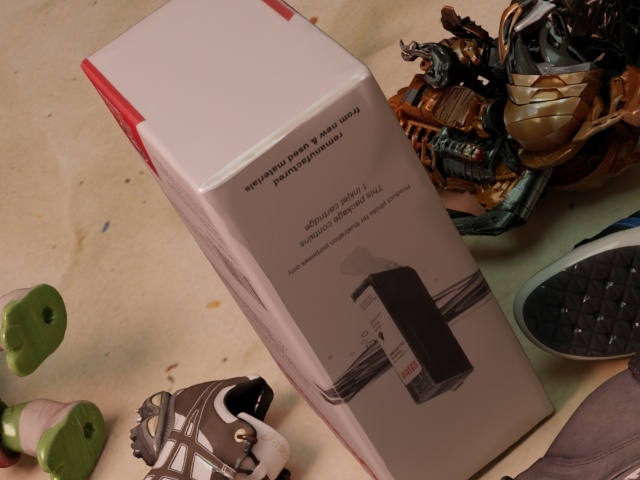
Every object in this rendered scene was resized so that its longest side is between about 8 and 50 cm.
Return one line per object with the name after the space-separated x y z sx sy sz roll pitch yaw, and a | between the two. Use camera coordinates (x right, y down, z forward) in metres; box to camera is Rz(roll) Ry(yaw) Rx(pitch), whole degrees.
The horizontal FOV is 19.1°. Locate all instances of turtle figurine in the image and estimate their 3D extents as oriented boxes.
-0.303 0.117 1.278 0.266 0.275 0.197 -5 79 29 | turtle figurine

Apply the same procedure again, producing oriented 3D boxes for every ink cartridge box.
0.000 0.000 1.101 0.114 0.273 0.197 -35 36 -7 | ink cartridge box

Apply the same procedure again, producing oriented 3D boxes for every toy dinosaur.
0.158 -0.099 1.236 0.322 0.164 0.218 4 63 17 | toy dinosaur

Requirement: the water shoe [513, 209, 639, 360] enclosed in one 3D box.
0.209 0.007 1.114 0.203 0.073 0.080 -24 16 7 | water shoe

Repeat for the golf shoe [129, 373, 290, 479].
-0.063 0.150 1.145 0.094 0.077 0.198 -25 38 12 | golf shoe

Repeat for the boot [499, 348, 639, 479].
0.163 0.191 0.904 0.223 0.118 0.338 -38 23 1 | boot
